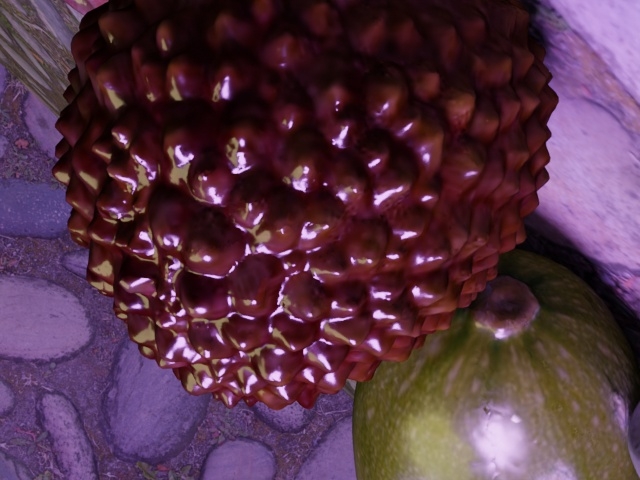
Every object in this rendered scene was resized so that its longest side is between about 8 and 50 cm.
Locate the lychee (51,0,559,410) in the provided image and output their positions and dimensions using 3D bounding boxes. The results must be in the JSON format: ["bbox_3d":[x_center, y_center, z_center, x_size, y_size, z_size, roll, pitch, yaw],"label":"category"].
[{"bbox_3d":[-0.008,-0.057,0.554,0.306,0.330,0.306,13,147,8],"label":"lychee"}]

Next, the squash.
[{"bbox_3d":[0.135,0.141,0.811,0.310,0.310,0.308,32,160,44],"label":"squash"}]

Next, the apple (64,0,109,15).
[{"bbox_3d":[-0.191,-0.268,0.852,0.153,0.120,0.153,36,170,8],"label":"apple"}]

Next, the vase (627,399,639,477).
[{"bbox_3d":[0.354,0.196,0.689,0.248,0.128,0.128,36,171,-13],"label":"vase"}]
